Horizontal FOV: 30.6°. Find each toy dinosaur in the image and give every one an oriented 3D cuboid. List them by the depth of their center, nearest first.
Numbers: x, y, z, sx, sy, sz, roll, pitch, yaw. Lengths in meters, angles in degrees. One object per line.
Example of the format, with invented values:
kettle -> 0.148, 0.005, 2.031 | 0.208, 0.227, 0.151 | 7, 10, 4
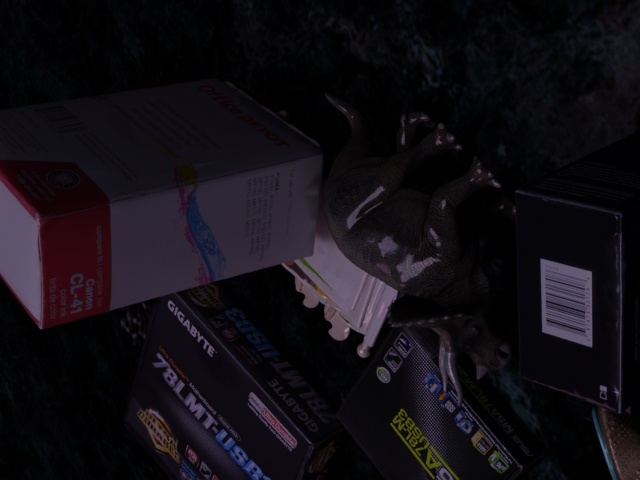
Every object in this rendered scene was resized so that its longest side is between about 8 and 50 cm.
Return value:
toy dinosaur -> 0.070, -0.025, 1.034 | 0.160, 0.121, 0.313 | -43, 69, 4

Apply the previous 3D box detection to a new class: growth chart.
growth chart -> 0.000, 0.000, 1.244 | 0.237, 0.021, 0.172 | 50, 140, 19

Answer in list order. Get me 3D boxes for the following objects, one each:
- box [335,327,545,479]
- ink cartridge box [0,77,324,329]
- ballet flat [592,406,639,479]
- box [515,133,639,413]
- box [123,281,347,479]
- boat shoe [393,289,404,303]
box -> 0.115, 0.196, 1.193 | 0.190, 0.045, 0.184 | 51, 137, 20
ink cartridge box -> -0.183, -0.051, 1.173 | 0.226, 0.306, 0.131 | 40, 132, 44
ballet flat -> 0.293, 0.226, 0.997 | 0.067, 0.073, 0.206 | -17, 99, 24
box -> 0.228, 0.019, 0.876 | 0.093, 0.158, 0.156 | 17, 121, 43
box -> -0.116, 0.227, 1.459 | 0.295, 0.073, 0.293 | 45, 138, 24
boat shoe -> 0.108, 0.033, 1.117 | 0.038, 0.046, 0.125 | 48, 130, 28
